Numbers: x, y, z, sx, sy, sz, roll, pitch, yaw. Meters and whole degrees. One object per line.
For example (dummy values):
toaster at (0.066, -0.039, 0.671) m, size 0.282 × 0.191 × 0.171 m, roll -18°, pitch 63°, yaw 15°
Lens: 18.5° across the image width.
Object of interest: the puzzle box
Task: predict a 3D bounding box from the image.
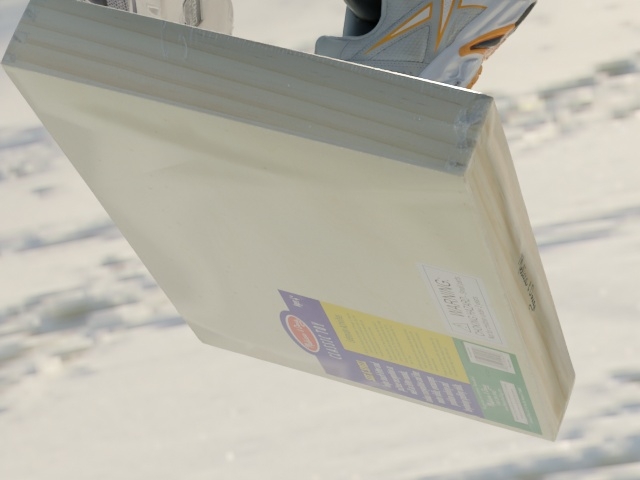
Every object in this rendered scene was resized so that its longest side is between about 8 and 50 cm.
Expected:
puzzle box at (0.000, 0.000, 1.189) m, size 0.272 × 0.052 × 0.409 m, roll 14°, pitch -20°, yaw 19°

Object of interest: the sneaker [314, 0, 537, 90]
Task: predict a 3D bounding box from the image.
sneaker at (0.084, -0.176, 1.425) m, size 0.262 × 0.121 × 0.099 m, roll -52°, pitch 2°, yaw -33°

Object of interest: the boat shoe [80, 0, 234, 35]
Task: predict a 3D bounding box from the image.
boat shoe at (-0.171, -0.222, 1.728) m, size 0.127 × 0.158 × 0.340 m, roll -49°, pitch -13°, yaw -25°
